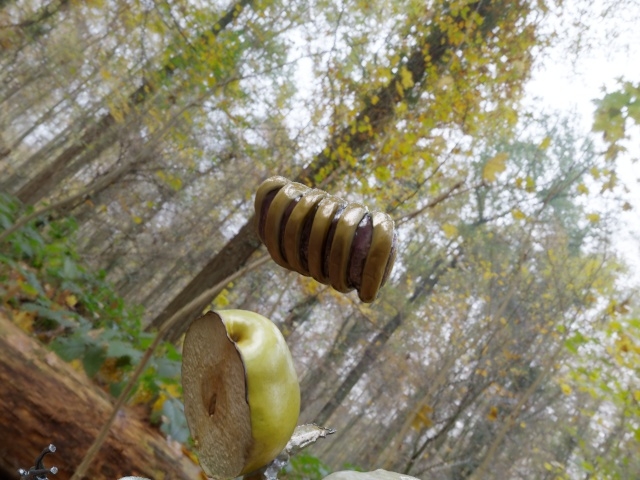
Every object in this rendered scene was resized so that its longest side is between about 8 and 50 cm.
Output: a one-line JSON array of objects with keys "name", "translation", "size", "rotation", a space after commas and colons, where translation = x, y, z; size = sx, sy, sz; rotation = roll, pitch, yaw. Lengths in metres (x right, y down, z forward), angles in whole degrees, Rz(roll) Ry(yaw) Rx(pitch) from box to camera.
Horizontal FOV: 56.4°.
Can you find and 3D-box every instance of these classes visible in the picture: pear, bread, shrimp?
[{"name": "pear", "translation": [-0.159, 0.318, 1.304], "size": [0.340, 0.191, 0.387], "rotation": [54, -46, 35]}, {"name": "bread", "translation": [0.000, 0.000, 0.823], "size": [0.225, 0.081, 0.134], "rotation": [19, -58, 29]}, {"name": "shrimp", "translation": [-0.084, 0.543, 1.346], "size": [0.185, 0.287, 0.068], "rotation": [18, -36, -1]}]

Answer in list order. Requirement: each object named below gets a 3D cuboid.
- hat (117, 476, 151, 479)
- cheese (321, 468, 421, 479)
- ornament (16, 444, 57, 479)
[{"name": "hat", "translation": [-0.359, 0.628, 1.265], "size": [0.257, 0.130, 0.257], "rotation": [30, -6, 4]}, {"name": "cheese", "translation": [0.092, 0.443, 0.895], "size": [0.247, 0.174, 0.251], "rotation": [7, -12, 0]}, {"name": "ornament", "translation": [-0.280, 0.259, 0.598], "size": [0.125, 0.028, 0.073], "rotation": [-40, -88, 30]}]
